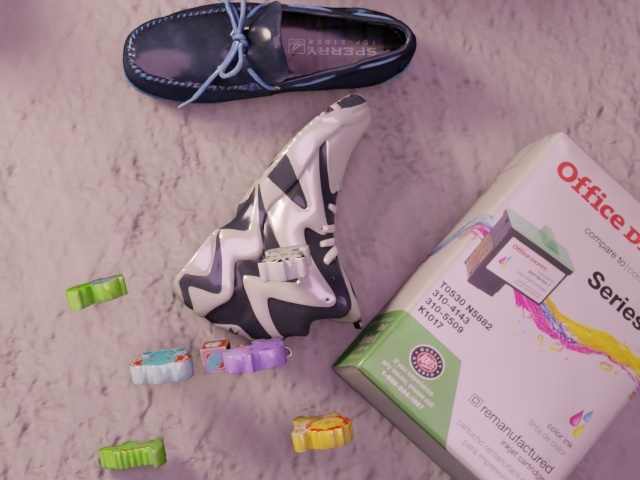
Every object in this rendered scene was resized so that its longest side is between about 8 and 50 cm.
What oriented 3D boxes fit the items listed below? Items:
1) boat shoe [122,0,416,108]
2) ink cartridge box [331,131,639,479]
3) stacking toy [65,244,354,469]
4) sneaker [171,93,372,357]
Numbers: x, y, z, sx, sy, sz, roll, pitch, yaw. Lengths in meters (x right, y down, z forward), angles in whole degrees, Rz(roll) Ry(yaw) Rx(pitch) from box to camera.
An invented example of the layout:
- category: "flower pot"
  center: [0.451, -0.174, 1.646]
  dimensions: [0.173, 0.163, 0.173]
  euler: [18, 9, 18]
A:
- category: "boat shoe"
  center: [-0.044, -0.179, 1.383]
  dimensions: [0.258, 0.089, 0.109]
  euler: [-10, 86, -11]
- category: "ink cartridge box"
  center: [0.181, 0.073, 1.381]
  dimensions: [0.201, 0.117, 0.278]
  euler: [42, 78, -3]
- category: "stacking toy"
  center: [-0.094, 0.102, 1.314]
  dimensions: [0.221, 0.052, 0.167]
  euler: [-9, 103, 8]
- category: "sneaker"
  center: [0.000, 0.000, 1.370]
  dimensions: [0.153, 0.094, 0.235]
  euler: [41, 79, -5]
